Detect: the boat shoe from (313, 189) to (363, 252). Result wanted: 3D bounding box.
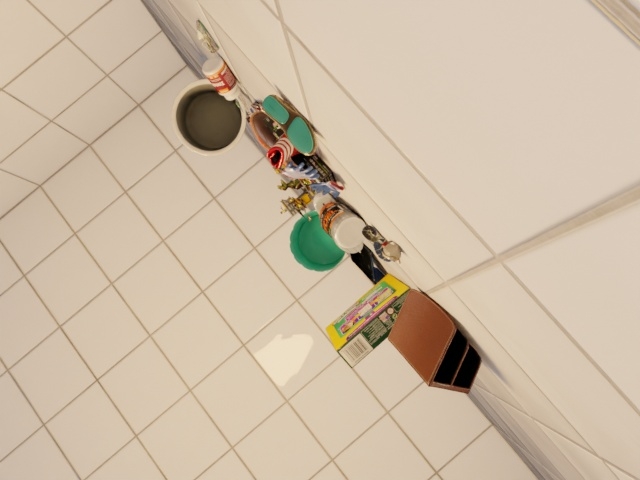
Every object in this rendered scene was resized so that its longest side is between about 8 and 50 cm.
[{"bbox_3d":[0.072,-0.079,1.935,0.302,0.109,0.094,56,-160,-34],"label":"boat shoe"}]

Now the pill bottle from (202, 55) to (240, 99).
[{"bbox_3d":[-0.356,-0.587,1.899,0.086,0.086,0.152,49,178,37],"label":"pill bottle"}]

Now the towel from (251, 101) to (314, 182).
[{"bbox_3d":[-0.133,-0.362,1.894,0.329,0.037,0.237,53,180,-21],"label":"towel"}]

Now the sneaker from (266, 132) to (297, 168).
[{"bbox_3d":[-0.101,-0.266,1.482,0.087,0.128,0.221,50,178,0],"label":"sneaker"}]

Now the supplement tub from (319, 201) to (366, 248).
[{"bbox_3d":[0.069,-0.058,1.764,0.117,0.117,0.190,51,177,-30],"label":"supplement tub"}]

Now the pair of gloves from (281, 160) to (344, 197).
[{"bbox_3d":[-0.019,-0.176,1.511,0.198,0.023,0.159,25,171,-22],"label":"pair of gloves"}]

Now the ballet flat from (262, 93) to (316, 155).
[{"bbox_3d":[-0.064,-0.292,1.308,0.206,0.073,0.067,52,-154,18],"label":"ballet flat"}]

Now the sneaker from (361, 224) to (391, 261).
[{"bbox_3d":[0.184,0.011,1.598,0.135,0.052,0.058,57,-169,24],"label":"sneaker"}]

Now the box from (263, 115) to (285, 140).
[{"bbox_3d":[-0.129,-0.353,1.621,0.083,0.052,0.062,51,177,4],"label":"box"}]

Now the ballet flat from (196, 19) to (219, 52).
[{"bbox_3d":[-0.374,-0.654,1.684,0.041,0.041,0.114,48,177,47],"label":"ballet flat"}]

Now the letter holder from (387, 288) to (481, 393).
[{"bbox_3d":[0.373,0.303,1.656,0.151,0.215,0.302,16,-169,-21],"label":"letter holder"}]

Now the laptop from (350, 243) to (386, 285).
[{"bbox_3d":[0.241,0.091,2.343,0.234,0.136,0.265,-133,29,-55],"label":"laptop"}]

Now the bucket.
[{"bbox_3d":[0.000,0.000,2.364,0.281,0.281,0.183,50,-174,3],"label":"bucket"}]

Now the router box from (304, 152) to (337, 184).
[{"bbox_3d":[0.002,-0.208,1.579,0.092,0.038,0.122,50,179,16],"label":"router box"}]

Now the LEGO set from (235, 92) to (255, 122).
[{"bbox_3d":[-0.298,-0.553,2.149,0.182,0.060,0.244,53,171,29],"label":"LEGO set"}]

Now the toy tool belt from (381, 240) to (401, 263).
[{"bbox_3d":[0.202,0.037,1.477,0.051,0.052,0.083,59,176,-19],"label":"toy tool belt"}]

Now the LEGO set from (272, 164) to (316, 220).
[{"bbox_3d":[-0.130,-0.217,2.241,0.255,0.192,0.331,50,178,-17],"label":"LEGO set"}]

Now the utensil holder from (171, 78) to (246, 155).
[{"bbox_3d":[-0.511,-0.571,2.456,0.328,0.327,0.385,50,-179,-13],"label":"utensil holder"}]

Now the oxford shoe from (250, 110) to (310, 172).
[{"bbox_3d":[-0.115,-0.318,1.693,0.271,0.097,0.098,44,163,-16],"label":"oxford shoe"}]

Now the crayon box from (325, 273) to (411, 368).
[{"bbox_3d":[0.203,0.308,2.076,0.106,0.363,0.313,50,179,-8],"label":"crayon box"}]
